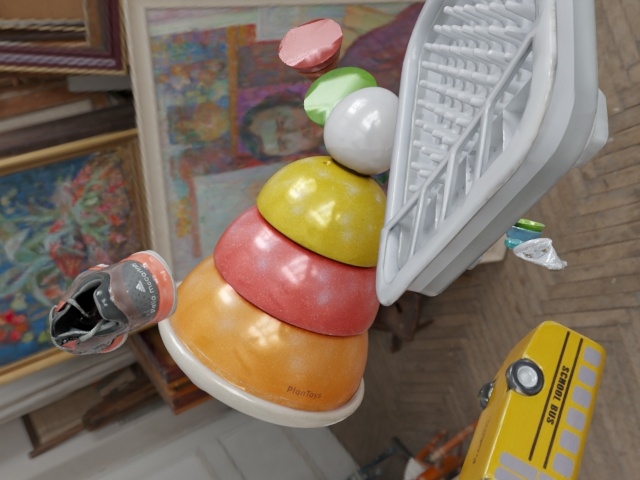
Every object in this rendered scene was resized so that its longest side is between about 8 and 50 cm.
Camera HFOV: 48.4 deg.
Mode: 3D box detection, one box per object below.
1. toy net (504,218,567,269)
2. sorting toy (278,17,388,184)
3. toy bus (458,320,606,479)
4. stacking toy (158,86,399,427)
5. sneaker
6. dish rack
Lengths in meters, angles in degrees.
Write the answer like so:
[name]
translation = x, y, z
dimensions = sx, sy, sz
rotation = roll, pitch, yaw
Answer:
[toy net]
translation = 0.320, -0.004, 1.139
dimensions = 0.232, 0.122, 0.045
rotation = -94, 17, -79
[sorting toy]
translation = 0.041, -0.231, 1.247
dimensions = 0.366, 0.127, 0.126
rotation = 65, -177, 34
[toy bus]
translation = 0.267, 0.269, 0.939
dimensions = 0.130, 0.333, 0.108
rotation = 28, 147, 3
[stacking toy]
translation = 0.000, 0.000, 1.060
dimensions = 0.350, 0.350, 0.480
rotation = 43, 113, 39
[sneaker]
translation = -0.160, 0.048, 0.482
dimensions = 0.158, 0.064, 0.061
rotation = -30, 84, 46
[dish rack]
translation = 0.134, -0.128, 0.569
dimensions = 0.285, 0.072, 0.333
rotation = 119, 162, -59
